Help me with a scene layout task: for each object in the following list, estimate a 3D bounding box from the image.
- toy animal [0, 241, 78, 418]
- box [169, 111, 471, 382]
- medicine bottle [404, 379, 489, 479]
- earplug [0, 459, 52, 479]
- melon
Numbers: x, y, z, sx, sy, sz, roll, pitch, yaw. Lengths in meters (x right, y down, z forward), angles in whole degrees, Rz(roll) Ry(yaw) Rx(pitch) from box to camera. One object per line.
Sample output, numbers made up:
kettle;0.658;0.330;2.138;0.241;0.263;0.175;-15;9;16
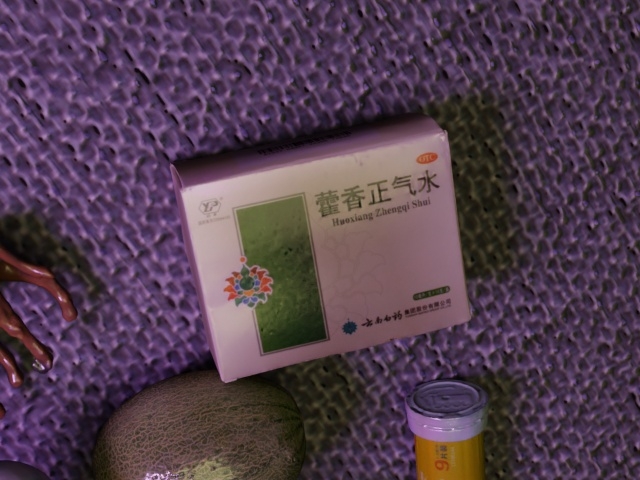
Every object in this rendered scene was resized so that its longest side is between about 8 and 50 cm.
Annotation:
toy animal;-0.333;0.063;0.850;0.229;0.066;0.224;37;110;-23
box;0.000;0.000;0.891;0.212;0.095;0.168;-13;106;-10
medicine bottle;0.120;0.239;1.003;0.074;0.074;0.218;-9;109;-11
earplug;-0.228;0.317;0.815;0.185;0.185;0.324;-1;99;-13
melon;-0.105;0.178;0.896;0.192;0.139;0.139;-19;110;-2
